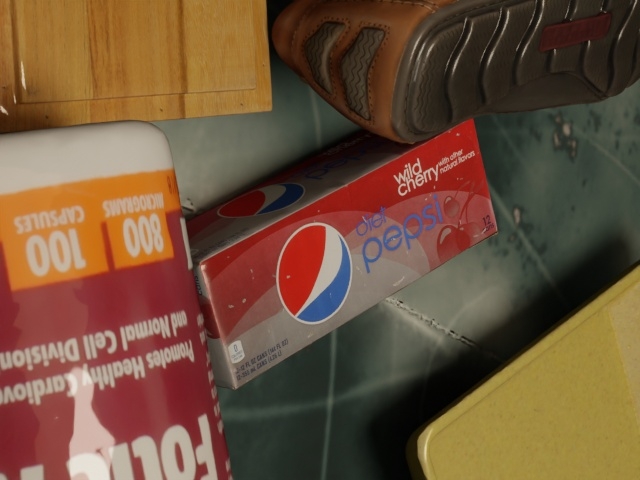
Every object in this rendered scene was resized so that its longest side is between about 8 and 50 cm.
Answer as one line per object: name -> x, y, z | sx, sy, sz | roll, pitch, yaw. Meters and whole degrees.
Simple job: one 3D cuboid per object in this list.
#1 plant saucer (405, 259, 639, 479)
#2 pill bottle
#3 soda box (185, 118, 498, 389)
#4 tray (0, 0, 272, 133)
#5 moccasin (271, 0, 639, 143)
plant saucer -> 0.201, 0.212, 1.290 | 0.333, 0.081, 0.332 | -31, 112, -36
pill bottle -> -0.152, 0.149, 0.833 | 0.224, 0.224, 0.392 | -12, 92, -41
soda box -> 0.000, 0.000, 1.091 | 0.263, 0.083, 0.092 | -29, 112, -38
tray -> -0.135, -0.274, 0.960 | 0.203, 0.076, 0.410 | -9, 98, -42
moccasin -> 0.122, -0.154, 1.127 | 0.380, 0.147, 0.139 | -25, 132, -41
